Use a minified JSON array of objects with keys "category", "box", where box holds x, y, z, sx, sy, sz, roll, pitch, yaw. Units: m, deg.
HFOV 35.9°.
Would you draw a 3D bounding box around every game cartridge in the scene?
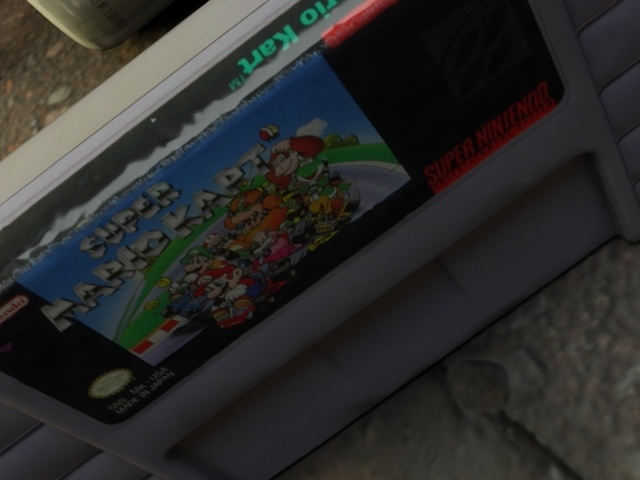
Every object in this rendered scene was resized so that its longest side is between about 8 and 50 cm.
[{"category":"game cartridge","box":[0.000,0.000,0.402,0.355,0.230,0.068,-36,56,6]}]

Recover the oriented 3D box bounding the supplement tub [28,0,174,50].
[{"category":"supplement tub","box":[-0.079,-0.282,0.602,0.316,0.193,0.193,-39,55,5]}]
